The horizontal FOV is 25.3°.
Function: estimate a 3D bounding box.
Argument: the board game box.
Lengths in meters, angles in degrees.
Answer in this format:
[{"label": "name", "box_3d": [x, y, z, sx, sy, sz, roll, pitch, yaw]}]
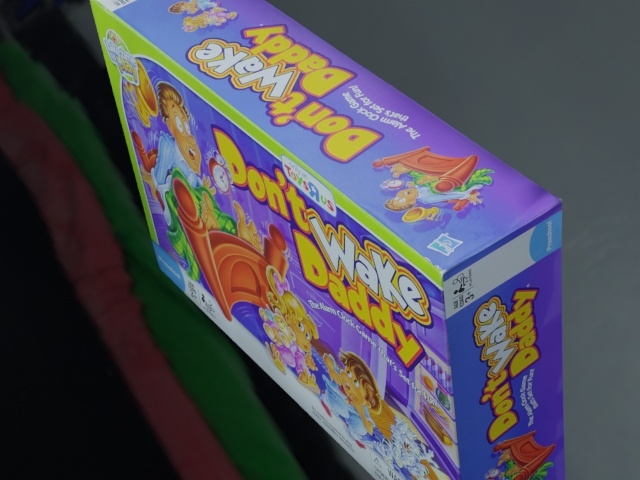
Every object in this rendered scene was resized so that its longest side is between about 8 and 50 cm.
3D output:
[{"label": "board game box", "box_3d": [0.000, 0.000, 0.852, 0.347, 0.078, 0.233, 40, 150, 41]}]
